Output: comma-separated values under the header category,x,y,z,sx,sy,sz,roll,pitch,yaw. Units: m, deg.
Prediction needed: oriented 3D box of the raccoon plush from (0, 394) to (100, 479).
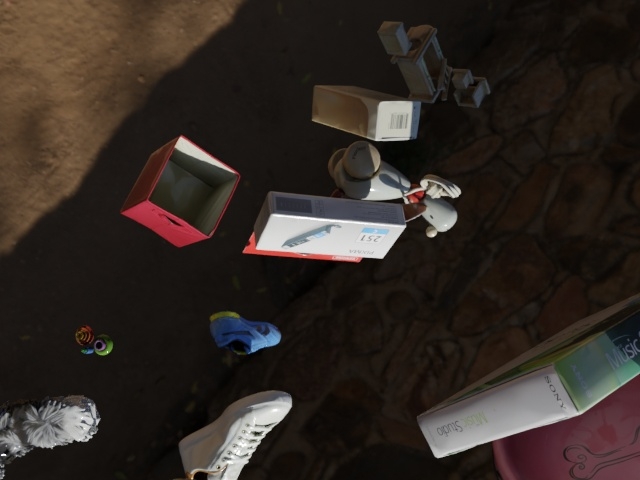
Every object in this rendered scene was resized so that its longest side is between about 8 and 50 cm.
category,x,y,z,sx,sy,sz,roll,pitch,yaw
raccoon plush,-0.630,0.367,1.286,0.447,0.299,0.216,-2,94,-15

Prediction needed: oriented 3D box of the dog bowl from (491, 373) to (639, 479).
category,x,y,z,sx,sy,sz,roll,pitch,yaw
dog bowl,0.446,0.308,1.066,0.408,0.408,0.150,-50,127,-18

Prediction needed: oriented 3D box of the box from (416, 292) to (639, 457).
category,x,y,z,sx,sy,sz,roll,pitch,yaw
box,0.289,0.131,0.789,0.322,0.058,0.232,-21,166,-34

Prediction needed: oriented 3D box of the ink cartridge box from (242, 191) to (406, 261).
category,x,y,z,sx,sy,sz,roll,pitch,yaw
ink cartridge box,0.000,0.000,1.540,0.296,0.066,0.261,5,148,-18

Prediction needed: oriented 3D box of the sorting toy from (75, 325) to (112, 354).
category,x,y,z,sx,sy,sz,roll,pitch,yaw
sorting toy,-0.570,0.252,1.743,0.061,0.102,0.042,-65,168,-1

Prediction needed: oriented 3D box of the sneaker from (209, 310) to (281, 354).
category,x,y,z,sx,sy,sz,roll,pitch,yaw
sneaker,-0.149,0.205,1.435,0.069,0.082,0.209,-27,151,22

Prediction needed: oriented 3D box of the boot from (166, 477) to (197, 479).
category,x,y,z,sx,sy,sz,roll,pitch,yaw
boot,-0.197,0.332,0.632,0.236,0.085,0.178,-10,106,-44

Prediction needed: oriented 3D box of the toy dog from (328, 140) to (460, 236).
category,x,y,z,sx,sy,sz,roll,pitch,yaw
toy dog,0.147,-0.094,1.638,0.161,0.334,0.220,-60,168,-9

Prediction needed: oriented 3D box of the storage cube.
category,x,y,z,sx,sy,sz,roll,pitch,yaw
storage cube,-0.347,-0.116,1.743,0.184,0.193,0.215,33,65,-26

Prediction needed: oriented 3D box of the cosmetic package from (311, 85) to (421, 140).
category,x,y,z,sx,sy,sz,roll,pitch,yaw
cosmetic package,0.047,-0.139,0.759,0.060,0.115,0.041,-8,112,-34

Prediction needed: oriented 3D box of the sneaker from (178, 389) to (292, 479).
category,x,y,z,sx,sy,sz,roll,pitch,yaw
sneaker,-0.149,0.383,1.315,0.106,0.123,0.290,20,131,-41

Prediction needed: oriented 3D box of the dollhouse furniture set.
category,x,y,z,sx,sy,sz,roll,pitch,yaw
dollhouse furniture set,0.225,-0.351,1.308,0.101,0.161,0.182,-60,141,-19
